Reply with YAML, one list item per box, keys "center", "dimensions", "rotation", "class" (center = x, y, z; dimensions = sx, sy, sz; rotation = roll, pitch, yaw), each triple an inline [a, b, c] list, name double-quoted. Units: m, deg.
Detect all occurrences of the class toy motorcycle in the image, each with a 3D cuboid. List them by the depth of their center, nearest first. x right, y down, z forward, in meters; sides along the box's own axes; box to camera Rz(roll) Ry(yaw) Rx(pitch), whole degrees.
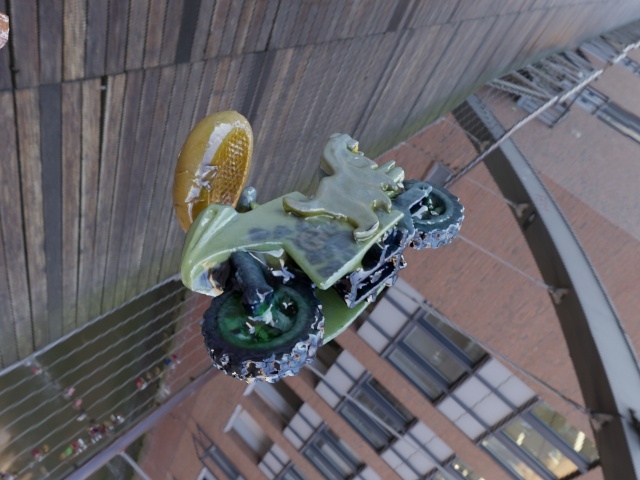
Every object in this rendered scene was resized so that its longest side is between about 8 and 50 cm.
- center: [0.000, 0.000, 0.612]
  dimensions: [0.410, 0.237, 0.168]
  rotation: [-32, 144, -36]
  class: "toy motorcycle"

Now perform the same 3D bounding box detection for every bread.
- center: [-0.154, -0.092, 0.676]
  dimensions: [0.114, 0.077, 0.189]
  rotation: [4, 106, -68]
  class: "bread"

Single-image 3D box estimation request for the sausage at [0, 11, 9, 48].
- center: [-0.485, -0.293, 0.595]
  dimensions: [0.065, 0.065, 0.169]
  rotation: [-53, 160, 15]
  class: "sausage"
